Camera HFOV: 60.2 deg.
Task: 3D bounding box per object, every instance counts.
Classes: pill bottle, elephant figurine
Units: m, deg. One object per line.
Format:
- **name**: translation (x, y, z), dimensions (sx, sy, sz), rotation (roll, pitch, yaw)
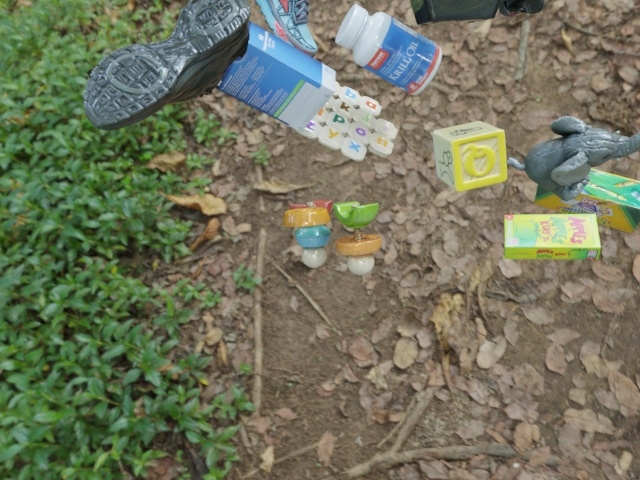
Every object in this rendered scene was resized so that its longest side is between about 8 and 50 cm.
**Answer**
- **pill bottle**: translation (0.150, -0.430, 1.239), dimensions (0.124, 0.222, 0.124), rotation (-56, 20, 32)
- **elephant figurine**: translation (0.570, -0.200, 1.219), dimensions (0.186, 0.239, 0.169), rotation (-35, 80, -9)

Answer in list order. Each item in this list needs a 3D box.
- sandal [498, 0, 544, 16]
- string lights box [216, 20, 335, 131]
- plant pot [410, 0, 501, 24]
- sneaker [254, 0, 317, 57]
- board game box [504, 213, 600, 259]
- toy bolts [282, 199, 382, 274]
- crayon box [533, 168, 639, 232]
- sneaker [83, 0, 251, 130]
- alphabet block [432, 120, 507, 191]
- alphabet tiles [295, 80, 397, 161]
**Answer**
- **sandal**: translation (0.513, -0.620, 1.442), dimensions (0.040, 0.067, 0.179), rotation (-14, 23, -10)
- **string lights box**: translation (-0.112, -0.337, 1.113), dimensions (0.133, 0.260, 0.076), rotation (-41, 36, 42)
- **plant pot**: translation (0.259, -0.509, 1.067), dimensions (0.188, 0.166, 0.188), rotation (-3, 20, -1)
- **sneaker**: translation (-0.069, -0.517, 1.182), dimensions (0.125, 0.261, 0.104), rotation (-24, 25, 25)
- **board game box**: translation (0.483, -0.008, 1.164), dimensions (0.181, 0.043, 0.092), rotation (0, 50, 18)
- **toy bolts**: translation (0.000, 0.000, 1.226), dimensions (0.228, 0.218, 0.158), rotation (12, 109, 58)
- **crayon box**: translation (0.750, -0.125, 1.533), dimensions (0.279, 0.165, 0.081), rotation (20, 77, 22)
- **sneaker**: translation (-0.215, -0.248, 0.827), dimensions (0.286, 0.130, 0.109), rotation (-36, 78, -8)
- **alphabet block**: translation (0.527, -0.302, 1.961), dimensions (0.194, 0.192, 0.197), rotation (-15, 24, -3)
- **alphabet tiles**: translation (0.048, -0.293, 1.322), dimensions (0.278, 0.284, 0.021), rotation (-71, 7, -47)
